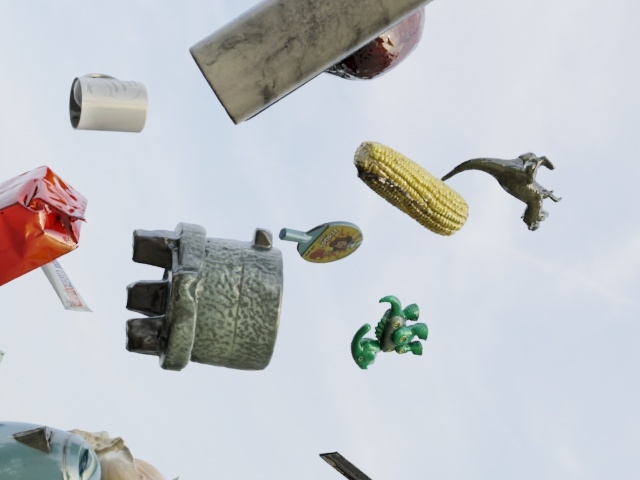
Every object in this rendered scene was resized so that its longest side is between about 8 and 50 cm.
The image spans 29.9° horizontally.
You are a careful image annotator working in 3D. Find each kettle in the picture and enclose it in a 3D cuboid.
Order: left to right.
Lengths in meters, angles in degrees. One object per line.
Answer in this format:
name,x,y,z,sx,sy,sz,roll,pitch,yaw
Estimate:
kettle,-0.564,0.477,2.228,0.342,0.247,0.319,-9,-56,7

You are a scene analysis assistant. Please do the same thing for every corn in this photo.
corn,0.130,-0.073,1.711,0.203,0.072,0.072,33,-18,-28

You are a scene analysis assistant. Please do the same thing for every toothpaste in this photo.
toothpaste,-0.462,0.076,2.139,0.218,0.052,0.033,44,-62,51

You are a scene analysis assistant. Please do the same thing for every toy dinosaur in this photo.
toy dinosaur,0.089,0.121,1.595,0.059,0.096,0.132,-114,-158,-45
toy dinosaur,0.329,-0.076,2.109,0.187,0.179,0.087,61,-8,-15

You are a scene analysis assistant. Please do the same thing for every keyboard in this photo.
keyboard,0.083,0.458,2.268,0.198,0.010,0.064,41,-33,-19

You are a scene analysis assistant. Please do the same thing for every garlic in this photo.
garlic,-0.397,0.532,2.505,0.286,0.249,0.313,-13,-47,23

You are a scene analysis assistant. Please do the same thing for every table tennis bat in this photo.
table tennis bat,0.000,0.000,1.879,0.100,0.155,0.019,-45,-130,34

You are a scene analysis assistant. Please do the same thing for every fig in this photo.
fig,0.072,-0.388,2.129,0.224,0.263,0.224,56,-19,31

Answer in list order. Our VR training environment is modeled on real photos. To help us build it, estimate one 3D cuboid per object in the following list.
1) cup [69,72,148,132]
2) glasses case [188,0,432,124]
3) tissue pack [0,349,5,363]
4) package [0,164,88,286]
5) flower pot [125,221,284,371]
cup,-0.401,-0.270,2.253,0.099,0.133,0.136,140,-54,-59
glasses case,-0.004,-0.261,1.411,0.114,0.299,0.060,58,2,1
tissue pack,-0.785,0.210,2.317,0.263,0.146,0.198,19,-10,21
package,-0.568,0.020,1.900,0.123,0.424,0.196,64,0,-18
flower pot,-0.221,0.103,2.223,0.283,0.299,0.299,8,-27,-9
